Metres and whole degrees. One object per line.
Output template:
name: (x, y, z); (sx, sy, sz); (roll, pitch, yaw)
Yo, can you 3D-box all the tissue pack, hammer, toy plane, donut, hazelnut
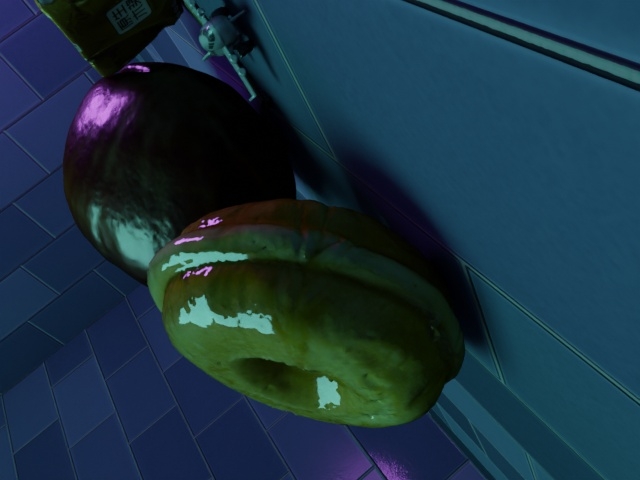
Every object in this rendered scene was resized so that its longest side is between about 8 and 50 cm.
tissue pack: (-0.309, -0.362, 0.839); (0.092, 0.183, 0.226); (49, 174, 8)
hammer: (-0.139, -0.283, 0.870); (0.199, 0.013, 0.062); (51, 174, -9)
toy plane: (-0.124, -0.251, 0.708); (0.162, 0.065, 0.171); (53, 172, -13)
donut: (-0.018, 0.112, 0.784); (0.448, 0.198, 0.449); (10, 149, 6)
hazelnut: (-0.232, -0.108, 1.026); (0.429, 0.402, 0.402); (38, 168, 33)
